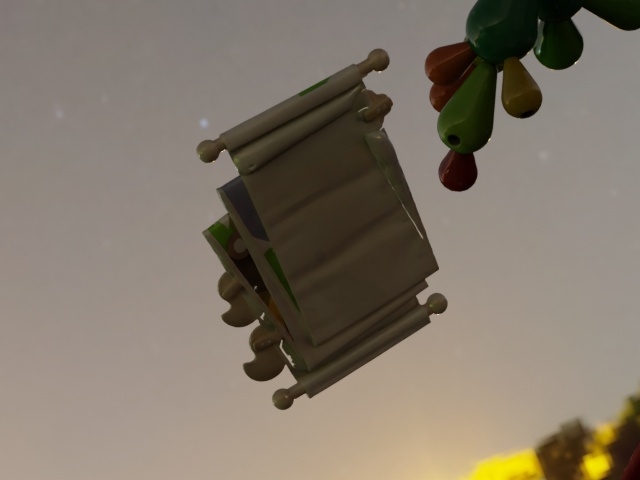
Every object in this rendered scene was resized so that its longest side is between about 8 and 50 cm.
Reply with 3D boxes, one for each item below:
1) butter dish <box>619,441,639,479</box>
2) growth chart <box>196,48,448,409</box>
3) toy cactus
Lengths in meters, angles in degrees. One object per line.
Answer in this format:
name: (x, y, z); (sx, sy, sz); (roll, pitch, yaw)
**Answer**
butter dish: (0.232, 0.154, 0.930); (0.160, 0.160, 0.118); (-58, -2, -17)
growth chart: (0.000, 0.000, 1.301); (0.172, 0.021, 0.237); (-24, -60, -11)
toy cactus: (0.125, -0.140, 0.956); (0.219, 0.112, 0.180); (-44, -31, -18)
